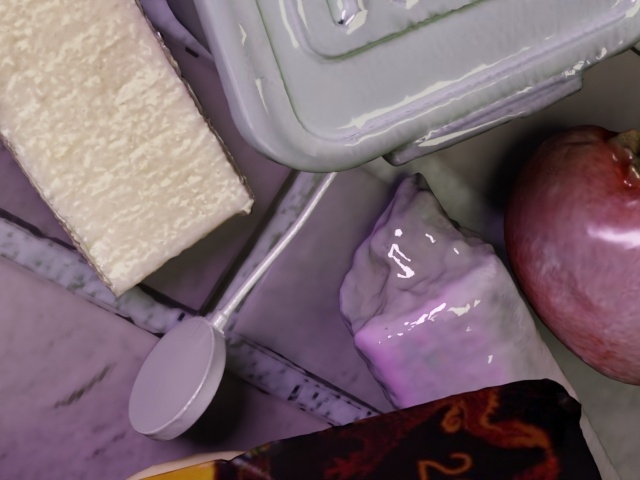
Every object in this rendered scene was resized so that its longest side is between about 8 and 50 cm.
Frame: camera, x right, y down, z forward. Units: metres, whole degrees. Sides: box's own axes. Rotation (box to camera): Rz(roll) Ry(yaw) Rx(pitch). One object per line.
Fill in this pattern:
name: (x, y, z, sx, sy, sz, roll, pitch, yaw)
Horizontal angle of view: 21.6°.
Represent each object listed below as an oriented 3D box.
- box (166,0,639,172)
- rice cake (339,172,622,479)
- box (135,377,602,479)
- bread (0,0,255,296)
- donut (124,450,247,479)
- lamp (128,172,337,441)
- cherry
box: (0.000, -0.159, 0.539, 0.163, 0.135, 0.243, -26, 117, -13)
rice cake: (0.116, 0.146, 0.739, 0.070, 0.064, 0.399, -34, 119, -3)
box: (-0.075, 0.226, 0.578, 0.415, 0.116, 0.264, -16, 114, 3)
bread: (-0.085, -0.054, 0.597, 0.068, 0.028, 0.154, -37, 120, -9)
donut: (-0.042, 0.168, 0.673, 0.174, 0.068, 0.175, -8, 110, -22)
lamp: (0.000, 0.000, 0.642, 0.056, 0.050, 0.198, 37, 90, -32)
cherry: (0.130, 0.009, 0.674, 0.087, 0.106, 0.126, -45, 121, -37)
